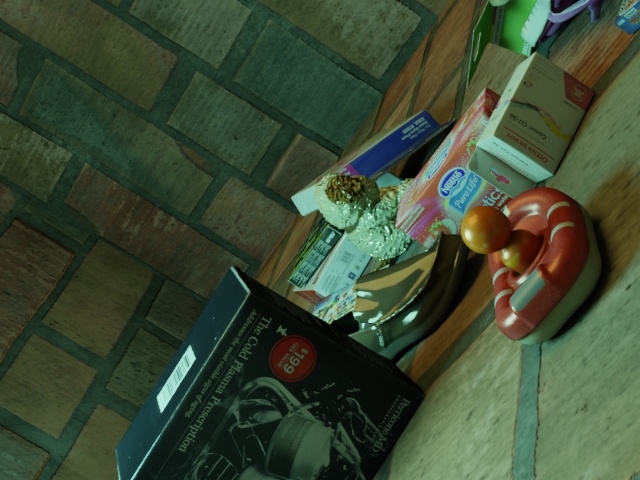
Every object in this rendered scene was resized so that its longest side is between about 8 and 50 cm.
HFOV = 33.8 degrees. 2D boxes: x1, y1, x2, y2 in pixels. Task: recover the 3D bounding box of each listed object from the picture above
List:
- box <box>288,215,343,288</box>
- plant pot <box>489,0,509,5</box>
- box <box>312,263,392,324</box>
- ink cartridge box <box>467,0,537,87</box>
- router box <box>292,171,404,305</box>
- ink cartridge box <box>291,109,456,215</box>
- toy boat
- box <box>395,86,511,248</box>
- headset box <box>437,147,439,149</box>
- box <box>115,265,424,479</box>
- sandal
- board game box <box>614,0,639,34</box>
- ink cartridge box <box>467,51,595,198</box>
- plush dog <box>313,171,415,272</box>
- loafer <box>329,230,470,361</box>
[{"bbox_3d":[0.000,0.000,2.567,0.191,0.045,0.184,-53,11,27],"label":"box"},{"bbox_3d":[0.366,-0.600,1.898,0.305,0.334,0.334,-43,6,-6],"label":"plant pot"},{"bbox_3d":[0.054,0.152,2.078,0.233,0.044,0.159,-30,26,47],"label":"box"},{"bbox_3d":[0.380,-0.430,2.068,0.189,0.097,0.255,85,-151,-62],"label":"ink cartridge box"},{"bbox_3d":[0.072,0.001,2.582,0.336,0.082,0.301,-59,8,-8],"label":"router box"},{"bbox_3d":[0.121,-0.196,2.530,0.324,0.071,0.330,-37,6,-26],"label":"ink cartridge box"},{"bbox_3d":[0.237,0.009,1.271,0.151,0.151,0.231,-54,9,24],"label":"toy boat"},{"bbox_3d":[0.247,-0.104,1.737,0.257,0.128,0.123,-53,9,30],"label":"box"},{"bbox_3d":[0.263,-0.173,2.255,0.083,0.032,0.062,-61,9,-26],"label":"headset box"},{"bbox_3d":[-0.080,0.271,1.565,0.343,0.312,0.179,-58,18,2],"label":"box"},{"bbox_3d":[0.460,-0.432,1.841,0.169,0.102,0.416,-44,-6,-4],"label":"sandal"},{"bbox_3d":[0.522,-0.419,1.584,0.201,0.035,0.136,-62,9,-28],"label":"board game box"},{"bbox_3d":[0.317,-0.168,1.593,0.198,0.115,0.067,-61,9,-15],"label":"ink cartridge box"},{"bbox_3d":[0.087,-0.058,2.188,0.211,0.225,0.262,-59,8,-7],"label":"plush dog"},{"bbox_3d":[0.113,0.107,1.737,0.366,0.130,0.134,-52,10,37],"label":"loafer"}]
